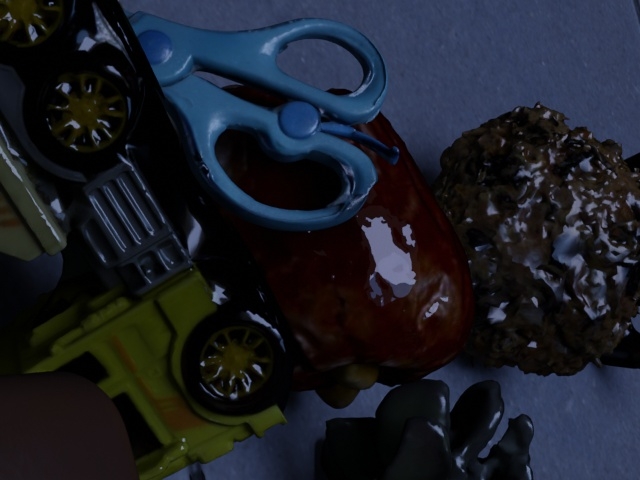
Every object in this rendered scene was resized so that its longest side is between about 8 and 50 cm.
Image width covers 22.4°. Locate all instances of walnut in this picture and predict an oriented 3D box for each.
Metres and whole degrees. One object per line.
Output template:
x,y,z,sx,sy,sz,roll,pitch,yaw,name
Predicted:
0.000,0.000,1.332,0.244,0.222,0.269,93,-18,-80,walnut

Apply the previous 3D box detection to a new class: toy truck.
-0.195,-0.014,1.088,0.405,0.254,0.180,60,-2,-18,toy truck

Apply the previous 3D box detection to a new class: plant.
0.080,0.259,1.315,0.188,0.199,0.276,-2,75,-48,plant

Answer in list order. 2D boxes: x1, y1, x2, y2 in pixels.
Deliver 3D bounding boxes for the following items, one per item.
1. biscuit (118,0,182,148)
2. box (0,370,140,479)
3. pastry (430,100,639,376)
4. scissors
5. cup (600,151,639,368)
-0.183,-0.125,1.315,0.141,0.038,0.290,-24,92,-53,biscuit
-0.264,0.210,0.815,0.229,0.339,0.239,-2,74,-54,box
0.212,0.001,1.616,0.193,0.275,0.275,150,-82,-89,pastry
-0.124,-0.133,1.226,0.393,0.032,0.180,22,65,3,scissors
0.335,0.032,1.748,0.166,0.177,0.239,16,60,-47,cup
